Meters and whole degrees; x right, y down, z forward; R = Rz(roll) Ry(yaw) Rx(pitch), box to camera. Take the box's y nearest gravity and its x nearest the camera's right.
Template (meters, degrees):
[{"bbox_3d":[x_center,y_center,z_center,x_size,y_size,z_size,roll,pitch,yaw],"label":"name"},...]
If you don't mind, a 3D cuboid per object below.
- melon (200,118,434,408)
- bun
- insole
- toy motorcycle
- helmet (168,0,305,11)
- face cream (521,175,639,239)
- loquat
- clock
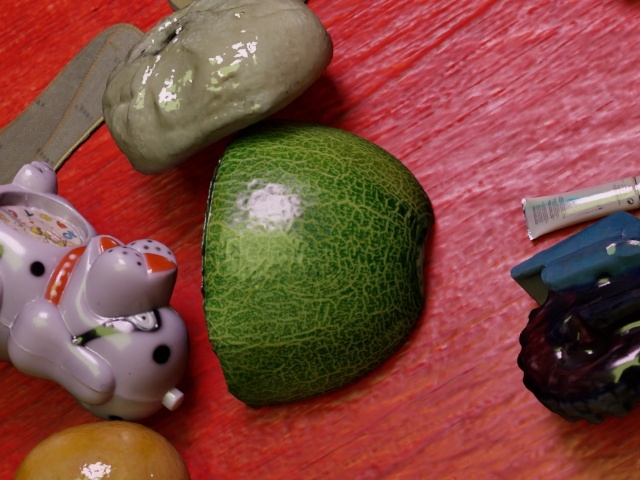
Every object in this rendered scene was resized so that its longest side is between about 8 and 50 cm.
[{"bbox_3d":[0.000,0.000,1.088,0.169,0.129,0.265,0,70,17],"label":"melon"},{"bbox_3d":[-0.096,-0.155,1.147,0.221,0.108,0.221,-28,18,10],"label":"bun"},{"bbox_3d":[-0.295,-0.081,1.293,0.348,0.009,0.119,-47,61,-1],"label":"insole"},{"bbox_3d":[0.324,-0.024,0.956,0.416,0.172,0.232,-32,38,25],"label":"toy motorcycle"},{"bbox_3d":[-0.081,-0.344,1.238,0.204,0.137,0.258,9,74,23],"label":"helmet"},{"bbox_3d":[0.223,-0.031,1.071,0.115,0.020,0.038,-14,67,17],"label":"face cream"},{"bbox_3d":[-0.179,0.216,1.064,0.163,0.163,0.137,-27,86,10],"label":"loquat"},{"bbox_3d":[-0.217,0.060,1.129,0.254,0.189,0.189,30,83,21],"label":"clock"}]
